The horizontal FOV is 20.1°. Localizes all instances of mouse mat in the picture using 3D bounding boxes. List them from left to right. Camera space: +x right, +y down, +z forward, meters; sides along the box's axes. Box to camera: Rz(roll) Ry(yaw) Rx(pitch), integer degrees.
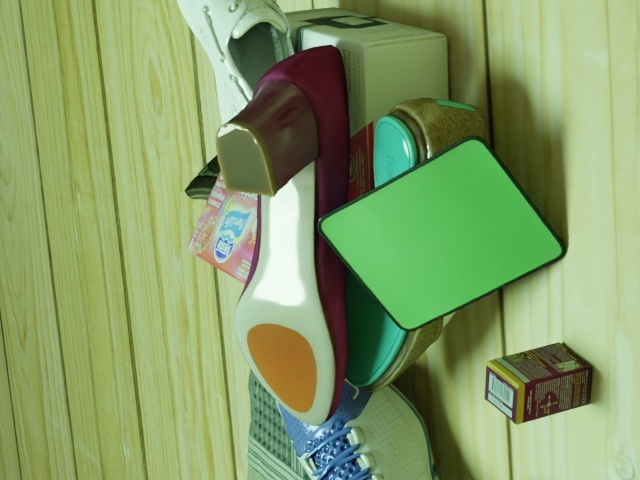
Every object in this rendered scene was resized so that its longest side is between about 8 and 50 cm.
[{"bbox_3d":[0.111,-0.003,1.662,0.190,0.007,0.152,-28,114,27],"label":"mouse mat"}]

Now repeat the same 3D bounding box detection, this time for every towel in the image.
[{"bbox_3d":[-0.009,0.196,2.095,0.324,0.056,0.312,-156,64,-64],"label":"towel"}]

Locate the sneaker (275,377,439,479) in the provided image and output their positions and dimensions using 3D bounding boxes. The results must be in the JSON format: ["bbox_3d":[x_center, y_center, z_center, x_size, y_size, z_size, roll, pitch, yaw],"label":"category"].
[{"bbox_3d":[0.053,0.276,1.842,0.127,0.182,0.315,-34,80,22],"label":"sneaker"}]

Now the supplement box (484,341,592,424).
[{"bbox_3d":[0.199,0.130,1.652,0.055,0.083,0.043,39,135,54],"label":"supplement box"}]

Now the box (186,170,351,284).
[{"bbox_3d":[-0.036,0.000,1.962,0.122,0.128,0.257,-65,22,0],"label":"box"}]

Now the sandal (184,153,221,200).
[{"bbox_3d":[-0.102,-0.070,2.223,0.060,0.090,0.219,51,161,-20],"label":"sandal"}]

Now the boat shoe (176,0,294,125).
[{"bbox_3d":[-0.073,-0.218,1.837,0.096,0.098,0.277,-26,83,62],"label":"boat shoe"}]

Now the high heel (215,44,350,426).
[{"bbox_3d":[0.000,0.000,1.786,0.127,0.181,0.377,16,130,28],"label":"high heel"}]

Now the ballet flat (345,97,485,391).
[{"bbox_3d":[0.101,0.004,1.757,0.116,0.124,0.342,46,141,42],"label":"ballet flat"}]

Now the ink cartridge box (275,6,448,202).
[{"bbox_3d":[0.033,-0.140,1.866,0.237,0.100,0.172,26,122,60],"label":"ink cartridge box"}]
